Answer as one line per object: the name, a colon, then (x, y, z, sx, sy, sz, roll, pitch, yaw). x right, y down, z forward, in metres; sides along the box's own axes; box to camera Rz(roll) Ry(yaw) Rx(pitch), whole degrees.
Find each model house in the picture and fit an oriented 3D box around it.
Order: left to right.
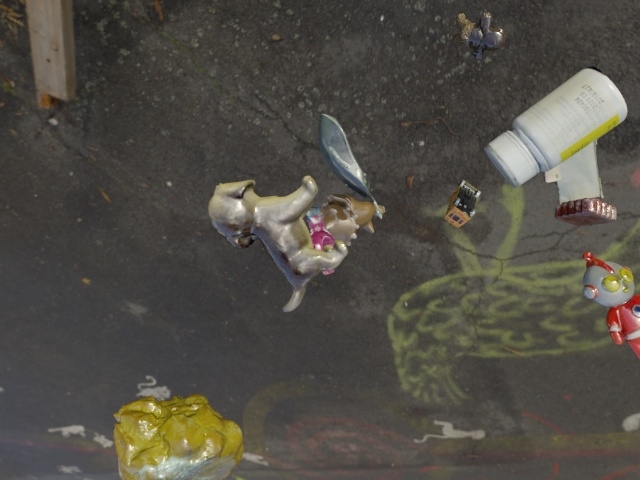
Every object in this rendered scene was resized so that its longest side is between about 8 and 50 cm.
model house: (0.865, -0.260, 1.455, 0.178, 0.206, 0.271, -10, 100, 32)

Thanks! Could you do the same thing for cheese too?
cheese: (0.000, 0.000, 0.882, 0.038, 0.095, 0.145, -15, 88, 40)

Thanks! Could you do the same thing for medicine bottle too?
medicine bottle: (0.511, -0.242, 0.937, 0.258, 0.143, 0.143, -36, 115, 18)

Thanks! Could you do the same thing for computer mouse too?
computer mouse: (0.083, -0.224, 1.332, 0.090, 0.167, 0.379, -30, 90, 4)

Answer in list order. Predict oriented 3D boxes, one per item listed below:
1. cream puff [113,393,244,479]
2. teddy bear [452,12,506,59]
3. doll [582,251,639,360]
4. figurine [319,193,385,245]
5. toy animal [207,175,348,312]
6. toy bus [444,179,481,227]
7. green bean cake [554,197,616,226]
cream puff: (-0.175, 0.244, 0.510, 0.146, 0.116, 0.146, -27, 144, -21)
teddy bear: (0.414, -0.550, 1.132, 0.160, 0.078, 0.119, 39, 149, 38)
doll: (0.640, 0.130, 0.892, 0.142, 0.245, 0.076, -23, 165, -14)
figurine: (0.098, -0.058, 1.531, 0.247, 0.173, 0.177, 17, 151, -39)
toy animal: (-0.065, -0.018, 0.695, 0.168, 0.121, 0.233, -39, 99, -9)
toy bus: (0.432, -0.115, 1.289, 0.069, 0.162, 0.074, 35, 135, -1)
green bean cake: (0.840, -0.090, 1.337, 0.135, 0.056, 0.135, 15, 167, -21)
